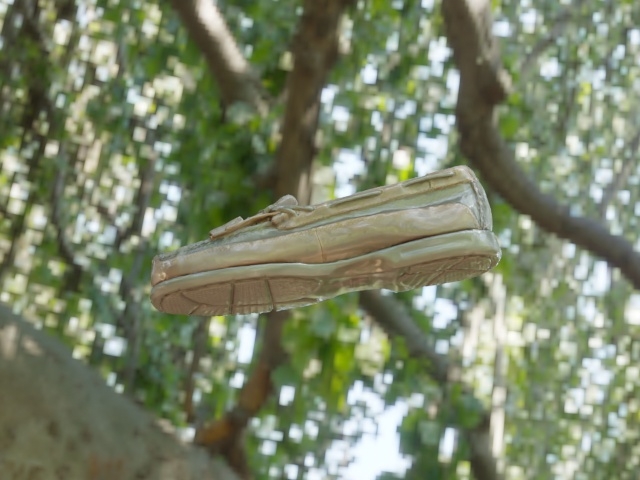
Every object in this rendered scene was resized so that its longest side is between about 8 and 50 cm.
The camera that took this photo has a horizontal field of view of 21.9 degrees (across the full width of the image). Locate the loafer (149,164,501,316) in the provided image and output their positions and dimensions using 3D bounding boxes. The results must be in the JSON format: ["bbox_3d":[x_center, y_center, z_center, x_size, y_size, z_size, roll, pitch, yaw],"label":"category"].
[{"bbox_3d":[0.000,0.000,0.589,0.125,0.039,0.045,-7,-19,-6],"label":"loafer"}]
